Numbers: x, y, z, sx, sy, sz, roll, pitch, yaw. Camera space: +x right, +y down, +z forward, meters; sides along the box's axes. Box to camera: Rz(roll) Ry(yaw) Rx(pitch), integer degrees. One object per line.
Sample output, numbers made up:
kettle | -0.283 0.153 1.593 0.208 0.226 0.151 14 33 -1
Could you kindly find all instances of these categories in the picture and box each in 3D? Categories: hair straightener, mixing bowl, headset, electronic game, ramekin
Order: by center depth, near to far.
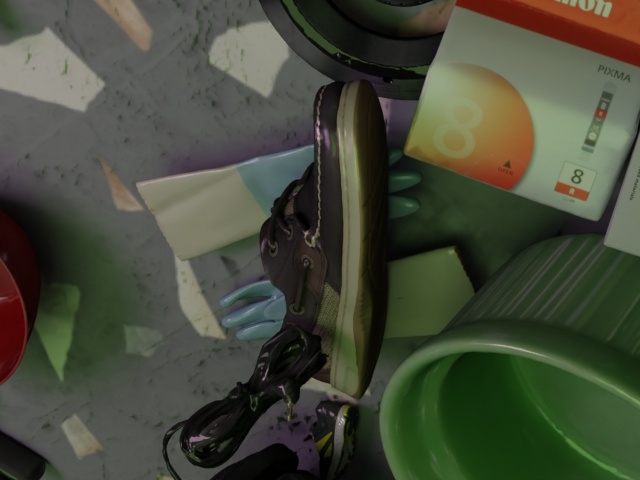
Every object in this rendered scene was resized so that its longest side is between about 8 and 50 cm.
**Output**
electronic game | 0.058 -0.208 1.125 0.229 0.048 0.229 6 113 13
ramekin | 0.206 0.139 1.146 0.303 0.148 0.303 26 142 22
headset | 0.005 0.235 1.280 0.243 0.185 0.394 31 163 43
mixing bowl | -0.306 0.030 1.369 0.181 0.098 0.181 9 120 16
hair straightener | -0.346 0.149 1.489 0.230 0.047 0.089 39 124 4

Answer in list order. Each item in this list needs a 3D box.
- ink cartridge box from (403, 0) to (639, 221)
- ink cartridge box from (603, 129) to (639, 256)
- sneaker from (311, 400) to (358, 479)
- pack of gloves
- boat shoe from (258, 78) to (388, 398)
ink cartridge box | 0.150 -0.116 1.087 0.145 0.045 0.179 20 119 6
ink cartridge box | 0.297 -0.047 1.069 0.176 0.128 0.127 19 121 11
sneaker | 0.009 0.168 1.363 0.035 0.031 0.083 24 120 24
pack of gloves | 0.000 0.000 1.277 0.232 0.046 0.195 -10 125 28
boat shoe | 0.000 0.004 1.183 0.092 0.103 0.285 7 136 9
